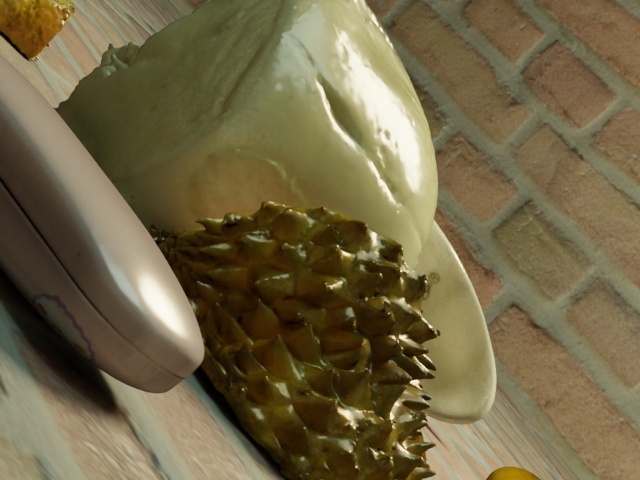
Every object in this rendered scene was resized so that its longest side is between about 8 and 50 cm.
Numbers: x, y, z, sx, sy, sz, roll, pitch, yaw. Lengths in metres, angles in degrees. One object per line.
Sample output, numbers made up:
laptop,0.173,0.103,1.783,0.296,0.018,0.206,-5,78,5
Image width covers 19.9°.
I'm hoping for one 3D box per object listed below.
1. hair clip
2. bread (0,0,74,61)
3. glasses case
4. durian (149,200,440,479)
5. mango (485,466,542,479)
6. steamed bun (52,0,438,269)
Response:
hair clip,0.097,0.082,2.102,0.282,0.172,0.113,58,-7,-15
bread,-0.293,-0.238,1.768,0.103,0.065,0.187,40,5,-15
glasses case,-0.166,-0.028,1.063,0.297,0.075,0.113,51,5,31
durian,0.004,0.118,1.313,0.305,0.185,0.195,54,25,-23
mango,0.214,0.292,1.922,0.101,0.066,0.187,46,13,-10
steamed bun,-0.032,-0.072,1.493,0.290,0.272,0.273,40,9,-34
